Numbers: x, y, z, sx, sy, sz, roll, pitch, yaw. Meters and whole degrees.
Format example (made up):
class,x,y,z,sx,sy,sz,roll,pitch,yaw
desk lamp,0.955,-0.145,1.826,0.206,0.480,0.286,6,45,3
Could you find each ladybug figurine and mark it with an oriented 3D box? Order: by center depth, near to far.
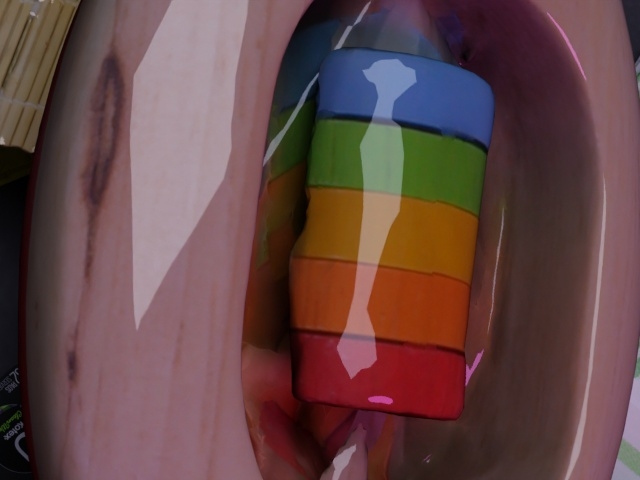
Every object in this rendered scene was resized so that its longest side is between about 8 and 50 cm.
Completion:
class,x,y,z,sx,sy,sz,roll,pitch,yaw
ladybug figurine,0.000,0.000,0.746,0.305,0.162,0.449,17,77,-36

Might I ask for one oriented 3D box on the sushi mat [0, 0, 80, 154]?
class,x,y,z,sx,sy,sz,roll,pitch,yaw
sushi mat,-0.126,-0.172,0.866,0.151,0.019,0.316,19,57,-8

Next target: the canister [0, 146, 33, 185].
class,x,y,z,sx,sy,sz,roll,pitch,yaw
canister,-0.200,-0.110,0.861,0.126,0.073,0.170,-24,71,-27

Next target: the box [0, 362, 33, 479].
class,x,y,z,sx,sy,sz,roll,pitch,yaw
box,-0.148,0.110,0.774,0.062,0.052,0.083,42,58,7

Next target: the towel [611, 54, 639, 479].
class,x,y,z,sx,sy,sz,roll,pitch,yaw
towel,0.205,0.053,0.926,0.248,0.038,0.325,37,59,3
